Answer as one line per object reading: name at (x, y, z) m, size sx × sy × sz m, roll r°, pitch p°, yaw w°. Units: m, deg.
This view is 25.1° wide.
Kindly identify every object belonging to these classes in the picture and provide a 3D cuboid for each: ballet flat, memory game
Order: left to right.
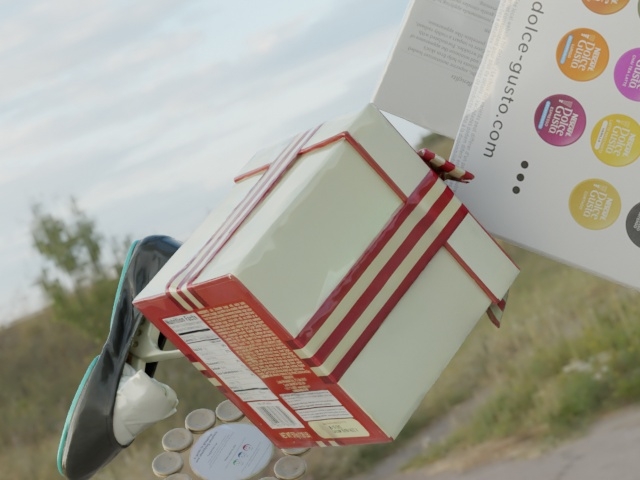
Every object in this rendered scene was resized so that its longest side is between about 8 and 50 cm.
ballet flat at (-0.189, 0.125, 1.502) m, size 0.096 × 0.280 × 0.095 m, roll 11°, pitch -15°, yaw 22°
memory game at (-0.100, 0.246, 1.639) m, size 0.186 × 0.012 × 0.186 m, roll -6°, pitch 36°, yaw 4°

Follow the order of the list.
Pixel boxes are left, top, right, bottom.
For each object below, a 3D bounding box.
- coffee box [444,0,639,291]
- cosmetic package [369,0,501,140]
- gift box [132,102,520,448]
coffee box at (0.361, -0.154, 1.484) m, size 0.334 × 0.337 × 0.338 m, roll 22°, pitch 19°, yaw 15°
cosmetic package at (0.166, -0.235, 1.781) m, size 0.151 × 0.151 × 0.183 m, roll -71°, pitch 3°, yaw -72°
gift box at (0.019, 0.046, 1.392) m, size 0.255 × 0.276 × 0.258 m, roll -9°, pitch 38°, yaw 56°
